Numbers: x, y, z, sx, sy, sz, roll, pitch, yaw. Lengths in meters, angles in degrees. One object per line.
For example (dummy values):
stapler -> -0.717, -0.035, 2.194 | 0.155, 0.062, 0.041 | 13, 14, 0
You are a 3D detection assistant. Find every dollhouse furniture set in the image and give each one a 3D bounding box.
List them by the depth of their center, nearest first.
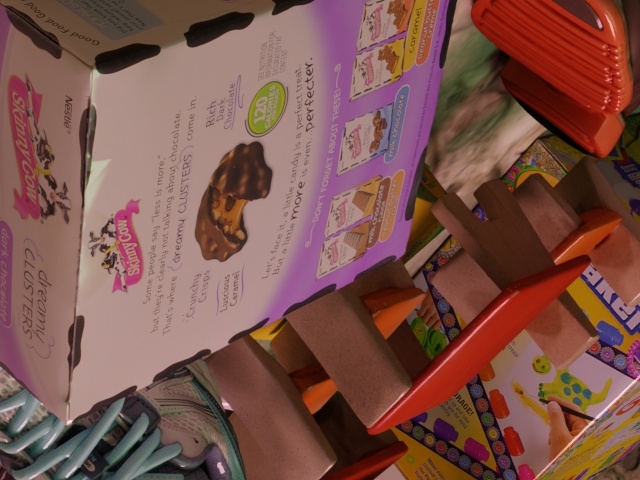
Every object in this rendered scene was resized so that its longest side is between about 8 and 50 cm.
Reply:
dollhouse furniture set -> 0.061, 0.090, 1.048 | 0.262, 0.135, 0.259 | -18, 157, -46

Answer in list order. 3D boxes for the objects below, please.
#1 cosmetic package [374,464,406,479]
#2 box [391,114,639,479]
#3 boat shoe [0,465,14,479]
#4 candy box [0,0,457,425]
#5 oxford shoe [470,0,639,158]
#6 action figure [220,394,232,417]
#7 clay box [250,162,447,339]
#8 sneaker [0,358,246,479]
cosmetic package -> 0.058, 0.226, 1.578 | 0.224, 0.138, 0.224 | -34, 161, -17
box -> 0.214, 0.058, 1.393 | 0.290, 0.177, 0.279 | -15, 151, -52
boat shoe -> -0.233, 0.150, 0.884 | 0.206, 0.075, 0.065 | -34, 166, 0
candy box -> -0.042, -0.041, 0.712 | 0.196, 0.070, 0.164 | -25, 138, -39
oxford shoe -> 0.149, -0.124, 0.968 | 0.098, 0.097, 0.271 | -52, 171, -2
action figure -> 0.031, 0.265, 1.215 | 0.248, 0.370, 0.275 | -33, 162, -18
clay box -> 0.000, 0.000, 1.014 | 0.127, 0.053, 0.222 | -42, 162, 13
sneaker -> -0.103, 0.075, 0.813 | 0.110, 0.122, 0.283 | -38, 147, 7
